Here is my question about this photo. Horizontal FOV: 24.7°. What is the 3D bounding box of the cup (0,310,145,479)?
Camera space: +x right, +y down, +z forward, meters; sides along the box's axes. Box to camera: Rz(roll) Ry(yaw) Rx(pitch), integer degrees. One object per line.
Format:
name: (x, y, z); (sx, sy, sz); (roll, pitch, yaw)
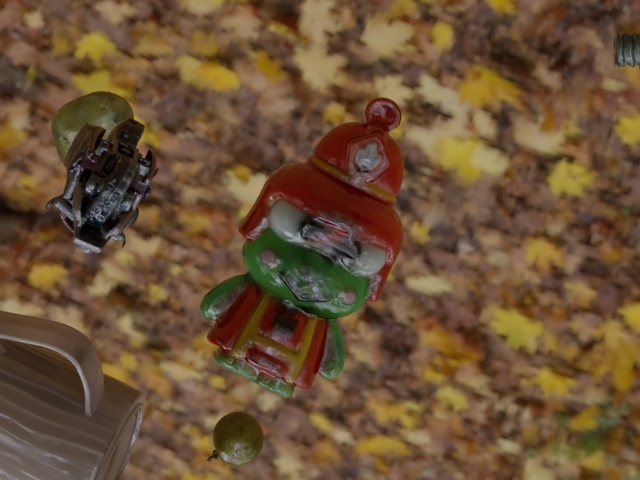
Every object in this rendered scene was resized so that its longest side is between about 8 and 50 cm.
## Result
cup: (-0.367, 0.203, 1.815); (0.273, 0.288, 0.208); (23, -166, 4)

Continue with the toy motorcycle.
toy motorcycle: (-0.200, -0.042, 1.327); (0.082, 0.122, 0.213); (22, -167, -11)

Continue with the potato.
potato: (-0.290, -0.130, 1.891); (0.105, 0.085, 0.188); (4, 151, -1)

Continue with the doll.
doll: (0.000, 0.000, 1.689); (0.182, 0.363, 0.160); (27, -174, -3)

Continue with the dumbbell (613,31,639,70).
dumbbell: (0.465, -0.160, 1.289); (0.406, 0.179, 0.179); (3, 152, 7)

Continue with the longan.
longan: (-0.113, 0.259, 1.886); (0.075, 0.083, 0.075); (56, 175, 8)
